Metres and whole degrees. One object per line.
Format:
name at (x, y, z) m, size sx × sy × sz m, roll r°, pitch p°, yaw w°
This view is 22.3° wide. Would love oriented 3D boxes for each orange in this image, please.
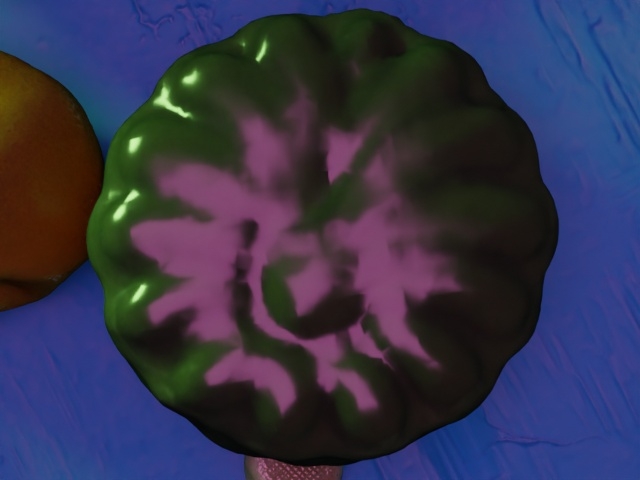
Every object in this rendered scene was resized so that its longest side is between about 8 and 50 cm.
orange at (-0.300, -0.048, 1.310) m, size 0.249 × 0.183 × 0.249 m, roll 0°, pitch 91°, yaw 2°

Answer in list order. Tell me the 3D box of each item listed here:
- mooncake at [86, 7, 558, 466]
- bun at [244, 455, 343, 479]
mooncake at (0.000, 0.000, 1.267) m, size 0.356 × 0.194 × 0.356 m, roll 1°, pitch 79°, yaw -3°
bun at (-0.025, 0.184, 1.362) m, size 0.086 × 0.055 × 0.086 m, roll 1°, pitch 86°, yaw -14°
